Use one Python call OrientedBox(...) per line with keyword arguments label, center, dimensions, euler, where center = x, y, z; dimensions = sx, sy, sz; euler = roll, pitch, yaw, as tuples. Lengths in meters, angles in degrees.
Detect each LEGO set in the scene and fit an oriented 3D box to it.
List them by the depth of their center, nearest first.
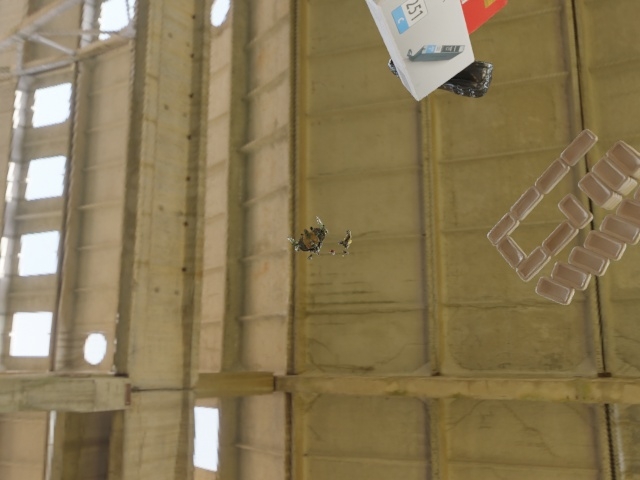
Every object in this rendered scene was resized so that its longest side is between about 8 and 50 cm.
OrientedBox(label="LEGO set", center=(0.000, 0.003, 0.760), dimensions=(0.083, 0.023, 0.054), euler=(24, -98, 24))

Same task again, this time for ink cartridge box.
OrientedBox(label="ink cartridge box", center=(0.232, -0.422, 1.097), dimensions=(0.261, 0.296, 0.066), euler=(-36, -118, 7))

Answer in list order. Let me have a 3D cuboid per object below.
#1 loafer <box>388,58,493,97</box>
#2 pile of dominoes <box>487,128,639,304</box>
OrientedBox(label="loafer", center=(0.257, -0.367, 1.313), dimensions=(0.223, 0.076, 0.078), euler=(17, -97, 18))
OrientedBox(label="pile of dominoes", center=(0.397, -0.030, 0.939), dimensions=(0.251, 0.040, 0.196), euler=(-53, -139, 26))
